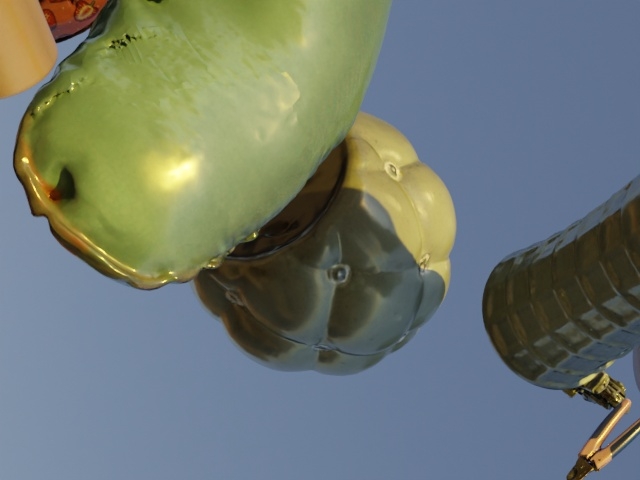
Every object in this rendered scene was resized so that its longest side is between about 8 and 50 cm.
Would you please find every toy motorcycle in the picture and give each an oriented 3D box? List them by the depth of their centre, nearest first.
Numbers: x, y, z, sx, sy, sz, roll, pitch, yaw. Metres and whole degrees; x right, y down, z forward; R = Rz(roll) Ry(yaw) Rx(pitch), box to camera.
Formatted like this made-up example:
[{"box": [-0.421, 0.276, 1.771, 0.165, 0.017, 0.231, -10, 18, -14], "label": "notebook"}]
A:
[{"box": [0.275, 0.133, 1.417, 0.061, 0.124, 0.193, -50, -148, 1], "label": "toy motorcycle"}]

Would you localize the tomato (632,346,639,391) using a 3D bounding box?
[{"box": [0.414, 0.129, 1.408, 0.228, 0.112, 0.199, -105, -148, -78], "label": "tomato"}]

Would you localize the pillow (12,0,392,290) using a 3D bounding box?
[{"box": [-0.080, -0.112, 0.386, 0.086, 0.233, 0.214, -35, -157, 48], "label": "pillow"}]

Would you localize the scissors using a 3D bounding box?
[{"box": [0.294, 0.210, 1.271, 0.039, 0.113, 0.012, 33, -22, 37], "label": "scissors"}]

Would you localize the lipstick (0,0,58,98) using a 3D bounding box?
[{"box": [-0.224, -0.200, 0.701, 0.070, 0.070, 0.254, 34, -29, 39], "label": "lipstick"}]

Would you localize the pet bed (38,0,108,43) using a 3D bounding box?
[{"box": [-0.246, -0.271, 1.122, 0.201, 0.053, 0.201, -4, -107, 15], "label": "pet bed"}]

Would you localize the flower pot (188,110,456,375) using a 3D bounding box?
[{"box": [0.000, 0.000, 1.090, 0.246, 0.195, 0.246, -18, -130, 22], "label": "flower pot"}]

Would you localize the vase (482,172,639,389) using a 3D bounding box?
[{"box": [0.223, 0.010, 0.816, 0.299, 0.143, 0.143, -44, -119, 61], "label": "vase"}]
